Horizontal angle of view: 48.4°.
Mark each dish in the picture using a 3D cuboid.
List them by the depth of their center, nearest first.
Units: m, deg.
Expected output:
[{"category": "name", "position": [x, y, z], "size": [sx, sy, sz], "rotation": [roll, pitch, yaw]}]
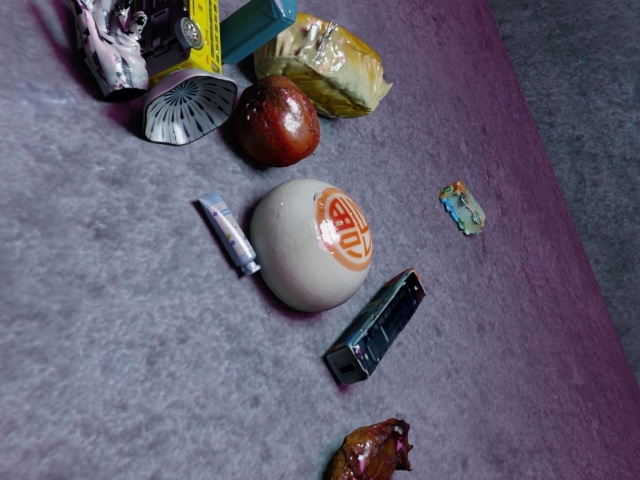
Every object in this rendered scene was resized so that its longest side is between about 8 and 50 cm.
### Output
[{"category": "dish", "position": [-0.244, -0.253, 1.275], "size": [0.191, 0.191, 0.066], "rotation": [1, 53, -55]}]

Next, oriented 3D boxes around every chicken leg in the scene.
[{"category": "chicken leg", "position": [0.067, 0.446, 1.342], "size": [0.407, 0.096, 0.158], "rotation": [-34, 118, -55]}]

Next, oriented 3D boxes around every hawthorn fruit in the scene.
[{"category": "hawthorn fruit", "position": [-0.072, -0.237, 1.497], "size": [0.235, 0.181, 0.181], "rotation": [32, 46, -42]}]

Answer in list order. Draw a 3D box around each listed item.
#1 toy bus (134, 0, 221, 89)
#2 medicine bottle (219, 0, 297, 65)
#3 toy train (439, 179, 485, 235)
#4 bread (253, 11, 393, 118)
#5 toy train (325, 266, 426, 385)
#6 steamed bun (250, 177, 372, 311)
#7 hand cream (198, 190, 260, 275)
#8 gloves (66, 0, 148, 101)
[{"category": "toy bus", "position": [-0.273, -0.439, 1.367], "size": [0.152, 0.144, 0.330], "rotation": [29, 50, -55]}, {"category": "medicine bottle", "position": [-0.150, -0.445, 1.440], "size": [0.079, 0.258, 0.124], "rotation": [-5, 71, -55]}, {"category": "toy train", "position": [0.451, -0.102, 2.249], "size": [0.188, 0.072, 0.099], "rotation": [50, 30, -22]}, {"category": "bread", "position": [-0.005, -0.418, 1.678], "size": [0.388, 0.236, 0.183], "rotation": [21, 69, -58]}, {"category": "toy train", "position": [0.135, 0.180, 1.602], "size": [0.086, 0.089, 0.409], "rotation": [59, 32, -6]}, {"category": "steamed bun", "position": [0.000, 0.000, 1.442], "size": [0.283, 0.177, 0.283], "rotation": [32, 46, -41]}, {"category": "hand cream", "position": [-0.170, -0.013, 1.336], "size": [0.170, 0.043, 0.065], "rotation": [59, 28, -3]}, {"category": "gloves", "position": [-0.365, -0.353, 1.219], "size": [0.127, 0.111, 0.212], "rotation": [-18, 87, -33]}]
